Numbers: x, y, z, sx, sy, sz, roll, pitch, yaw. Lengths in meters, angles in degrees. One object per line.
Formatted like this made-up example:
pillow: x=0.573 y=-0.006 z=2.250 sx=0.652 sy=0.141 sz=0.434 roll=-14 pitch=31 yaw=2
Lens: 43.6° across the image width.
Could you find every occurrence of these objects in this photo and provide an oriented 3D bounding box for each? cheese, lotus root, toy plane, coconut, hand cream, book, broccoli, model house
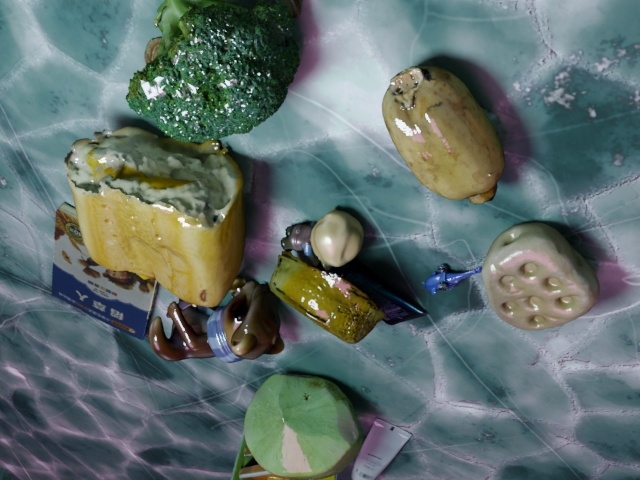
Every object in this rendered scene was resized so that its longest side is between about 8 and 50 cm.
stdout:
cheese: x=0.418 y=0.072 z=1.525 sx=0.218 sy=0.117 sz=0.235 roll=16 pitch=139 yaw=11
lotus root: x=-0.058 y=-0.409 z=1.324 sx=0.037 sy=0.030 sz=0.083 roll=-6 pitch=134 yaw=35
lotus root: x=0.213 y=-0.168 z=1.354 sx=0.160 sy=0.146 sz=0.284 roll=3 pitch=142 yaw=52
toy plane: x=0.283 y=0.078 z=1.665 sx=0.062 sy=0.054 sz=0.167 roll=22 pitch=149 yaw=-36
coconut: x=-0.044 y=0.495 z=2.118 sx=0.328 sy=0.281 sz=0.328 roll=39 pitch=175 yaw=4
hand cream: x=0.163 y=0.622 z=2.325 sx=0.109 sy=0.067 sz=0.320 roll=25 pitch=136 yaw=4
book: x=-0.582 y=0.096 z=2.161 sx=0.300 sy=0.039 sz=0.428 roll=26 pitch=141 yaw=0
broccoli: x=-0.187 y=-0.299 z=1.355 sx=0.275 sy=0.308 sz=0.308 roll=53 pitch=141 yaw=10
model house: x=-0.116 y=0.669 z=2.349 sx=0.324 sy=0.300 sz=0.340 roll=-17 pitch=130 yaw=28
hand cream: x=0.105 y=0.111 z=1.793 sx=0.270 sy=0.061 sz=0.120 roll=39 pitch=141 yaw=-23

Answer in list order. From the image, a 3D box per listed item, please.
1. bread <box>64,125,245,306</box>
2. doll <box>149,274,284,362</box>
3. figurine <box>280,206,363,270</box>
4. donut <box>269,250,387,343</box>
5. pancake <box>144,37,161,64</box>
bread: x=-0.323 y=-0.050 z=1.705 sx=0.361 sy=0.250 sz=0.394 roll=19 pitch=144 yaw=13
doll: x=-0.252 y=0.200 z=1.998 sx=0.340 sy=0.209 sz=0.318 roll=-7 pitch=163 yaw=37
figurine: x=0.000 y=0.000 z=1.687 sx=0.196 sy=0.114 sz=0.108 roll=-8 pitch=136 yaw=46
donut: x=0.003 y=0.132 z=1.727 sx=0.272 sy=0.107 sz=0.272 roll=33 pitch=171 yaw=6
pancake: x=-0.292 y=-0.343 z=1.541 sx=0.115 sy=0.011 sz=0.115 roll=15 pitch=137 yaw=14
